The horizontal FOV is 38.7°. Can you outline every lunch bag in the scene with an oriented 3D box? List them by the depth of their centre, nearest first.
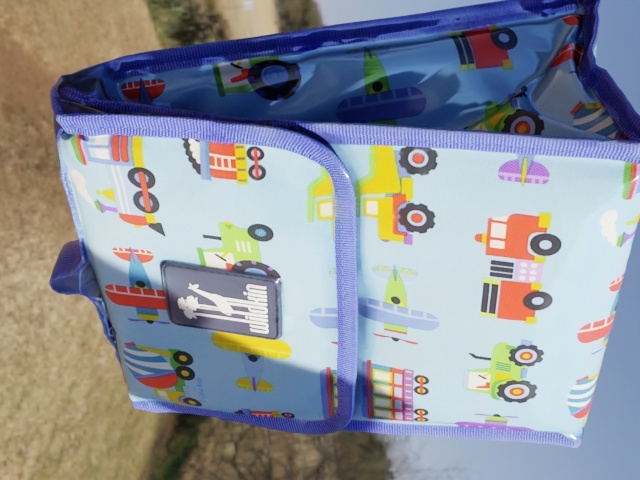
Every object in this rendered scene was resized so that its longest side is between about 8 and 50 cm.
[{"bbox_3d":[0.000,0.000,0.496,0.138,0.293,0.221,-90,177,-46],"label":"lunch bag"}]
